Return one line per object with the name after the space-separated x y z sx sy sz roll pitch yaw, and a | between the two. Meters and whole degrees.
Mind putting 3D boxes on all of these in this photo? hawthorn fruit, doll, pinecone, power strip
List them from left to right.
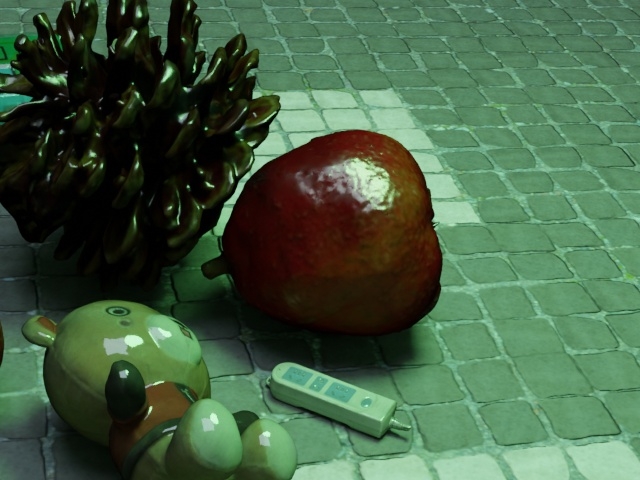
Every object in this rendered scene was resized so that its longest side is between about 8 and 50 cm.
-0.248 -0.151 1.625 0.397 0.398 0.398 4 31 -2 | pinecone
-0.172 0.186 1.335 0.235 0.174 0.330 19 17 -45 | doll
0.000 0.000 1.591 0.307 0.265 0.265 -14 31 3 | hawthorn fruit
0.020 0.189 1.479 0.191 0.030 0.047 18 33 21 | power strip

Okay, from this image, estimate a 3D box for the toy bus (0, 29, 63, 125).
-0.530 -0.199 1.893 0.343 0.184 0.199 -10 37 -23 | toy bus

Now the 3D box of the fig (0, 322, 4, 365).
-0.420 0.138 1.388 0.175 0.175 0.207 -23 56 -39 | fig
